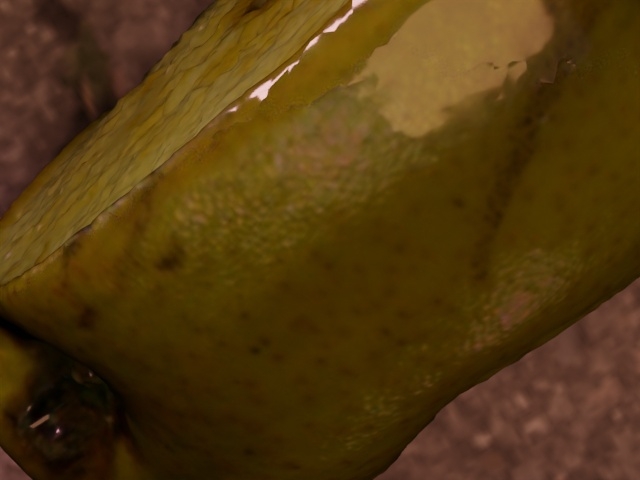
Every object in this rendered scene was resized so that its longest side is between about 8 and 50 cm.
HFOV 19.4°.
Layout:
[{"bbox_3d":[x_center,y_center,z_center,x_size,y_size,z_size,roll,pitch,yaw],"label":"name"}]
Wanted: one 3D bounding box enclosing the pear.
[{"bbox_3d":[0.000,0.000,0.622,0.255,0.238,0.164,-46,104,-1],"label":"pear"}]
